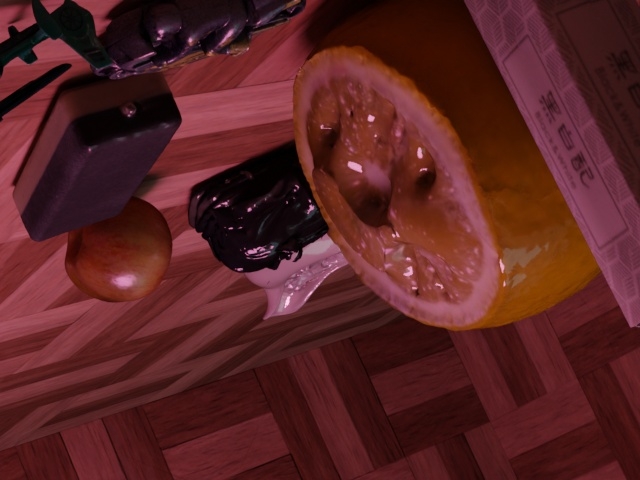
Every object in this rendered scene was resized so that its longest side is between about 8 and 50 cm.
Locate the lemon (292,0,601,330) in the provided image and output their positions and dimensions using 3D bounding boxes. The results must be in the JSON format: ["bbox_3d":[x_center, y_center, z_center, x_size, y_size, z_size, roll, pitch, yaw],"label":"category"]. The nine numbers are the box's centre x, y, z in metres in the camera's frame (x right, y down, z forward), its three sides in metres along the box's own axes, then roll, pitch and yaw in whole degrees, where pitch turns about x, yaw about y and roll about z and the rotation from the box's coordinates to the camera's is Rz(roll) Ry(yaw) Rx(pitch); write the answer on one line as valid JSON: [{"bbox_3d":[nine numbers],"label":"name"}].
[{"bbox_3d":[0.177,-0.107,1.419,0.364,0.364,0.364,-24,169,-5],"label":"lemon"}]

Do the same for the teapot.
[{"bbox_3d":[0.000,0.000,2.027,0.208,0.165,0.300,1,165,-40],"label":"teapot"}]

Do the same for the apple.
[{"bbox_3d":[-0.227,0.008,1.642,0.102,0.126,0.126,19,145,-30],"label":"apple"}]

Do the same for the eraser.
[{"bbox_3d":[0.220,-0.132,1.197,0.096,0.403,0.098,-22,169,-23],"label":"eraser"}]

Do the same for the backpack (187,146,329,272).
[{"bbox_3d":[-0.027,-0.047,1.836,0.258,0.133,0.206,-29,174,-13],"label":"backpack"}]

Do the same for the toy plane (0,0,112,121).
[{"bbox_3d":[-0.257,-0.120,1.058,0.235,0.096,0.060,-39,-179,-33],"label":"toy plane"}]

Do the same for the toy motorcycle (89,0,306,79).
[{"bbox_3d":[-0.104,-0.176,1.195,0.193,0.061,0.124,-17,176,4],"label":"toy motorcycle"}]

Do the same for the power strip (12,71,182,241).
[{"bbox_3d":[-0.215,-0.081,1.389,0.105,0.070,0.257,-21,171,-28],"label":"power strip"}]
